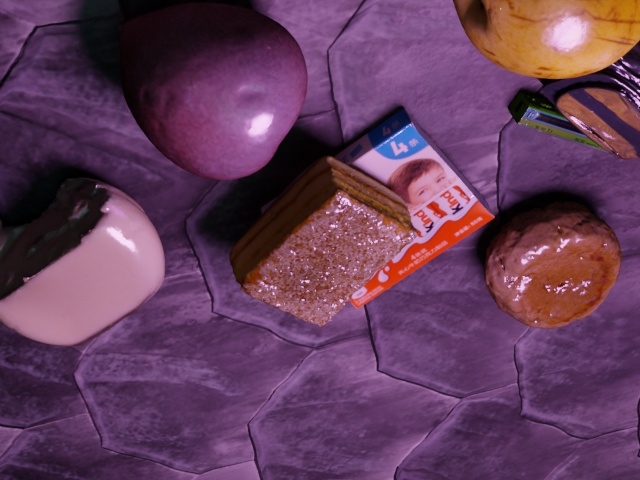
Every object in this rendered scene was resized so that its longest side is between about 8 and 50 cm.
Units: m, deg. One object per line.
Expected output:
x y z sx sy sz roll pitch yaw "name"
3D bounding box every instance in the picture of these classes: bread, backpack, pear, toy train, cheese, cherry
0.374 0.033 2.182 0.230 0.123 0.230 -7 129 -8 "bread"
0.000 0.000 1.974 0.184 0.110 0.234 26 120 -36 "bread"
0.413 -0.231 1.924 0.258 0.133 0.206 29 157 -27 "backpack"
0.302 -0.340 1.717 0.281 0.280 0.280 -9 134 -10 "pear"
0.384 -0.178 2.041 0.209 0.044 0.042 13 125 -29 "toy train"
-0.361 0.031 1.934 0.266 0.127 0.233 -34 130 10 "cheese"
-0.145 -0.195 1.737 0.239 0.206 0.239 -10 146 -7 "cherry"

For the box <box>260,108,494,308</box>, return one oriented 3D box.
0.091 -0.042 2.067 0.273 0.048 0.265 -35 132 15 "box"
